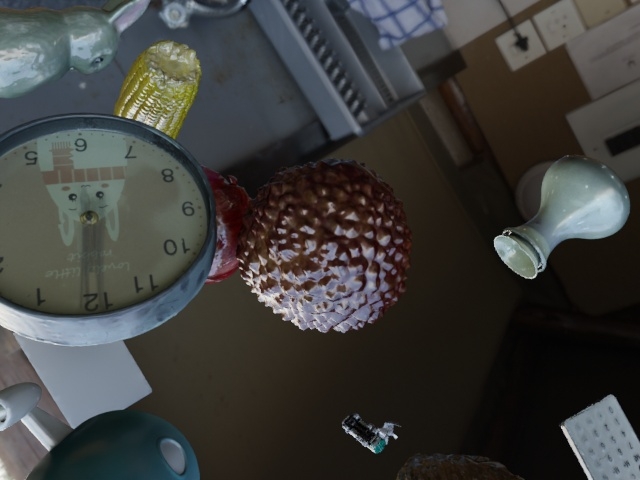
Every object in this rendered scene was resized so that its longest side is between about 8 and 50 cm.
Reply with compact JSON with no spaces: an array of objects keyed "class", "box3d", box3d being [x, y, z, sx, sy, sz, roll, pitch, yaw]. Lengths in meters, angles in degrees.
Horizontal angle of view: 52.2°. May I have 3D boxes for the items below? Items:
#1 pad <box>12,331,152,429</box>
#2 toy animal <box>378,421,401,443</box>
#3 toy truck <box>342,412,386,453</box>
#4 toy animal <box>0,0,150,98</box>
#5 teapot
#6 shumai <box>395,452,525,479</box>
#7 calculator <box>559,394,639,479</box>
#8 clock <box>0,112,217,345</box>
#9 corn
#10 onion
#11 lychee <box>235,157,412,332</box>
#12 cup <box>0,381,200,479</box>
[{"class":"pad","box3d":[-0.466,0.243,1.289,0.170,0.245,0.006,-31,-167,-20]},{"class":"toy animal","box3d":[0.132,0.397,1.343,0.050,0.028,0.084,6,136,-19]},{"class":"toy truck","box3d":[0.080,0.356,1.202,0.039,0.044,0.083,-43,-140,-20]},{"class":"toy animal","box3d":[-0.328,-0.250,0.838,0.237,0.108,0.138,-13,-143,-18]},{"class":"teapot","box3d":[0.465,-0.040,1.271,0.251,0.183,0.183,-39,-171,-13]},{"class":"shumai","box3d":[0.244,0.536,1.107,0.217,0.283,0.346,-10,-159,-20]},{"class":"calculator","box3d":[0.575,0.441,1.247,0.161,0.261,0.021,-16,160,-29]},{"class":"clock","box3d":[-0.342,-0.032,0.967,0.386,0.386,0.076,-34,160,-30]},{"class":"corn","box3d":[-0.303,-0.244,1.183,0.131,0.131,0.344,-34,180,-28]},{"class":"onion","box3d":[-0.268,-0.034,1.351,0.276,0.276,0.276,-30,-173,4]},{"class":"lychee","box3d":[0.000,0.000,0.959,0.264,0.300,0.264,-24,148,-16]},{"class":"cup","box3d":[-0.208,0.259,0.597,0.168,0.299,0.173,-37,-179,4]}]
